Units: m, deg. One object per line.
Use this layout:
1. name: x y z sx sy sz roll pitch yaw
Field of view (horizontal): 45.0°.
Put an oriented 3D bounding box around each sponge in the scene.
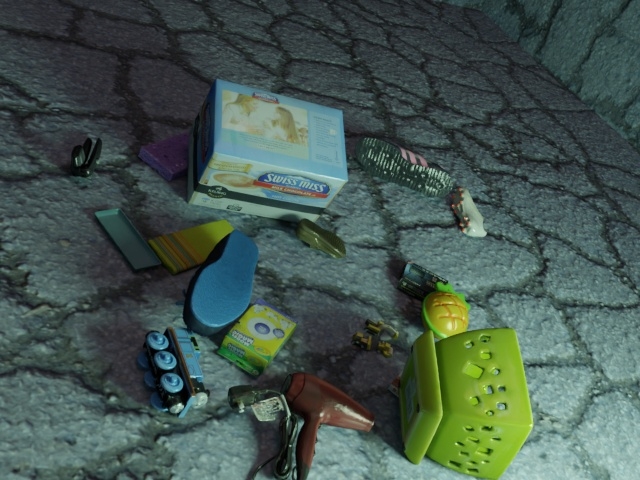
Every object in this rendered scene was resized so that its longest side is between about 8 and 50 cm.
1. sponge: -0.362 -0.225 2.019 0.117 0.031 0.210 37 35 15

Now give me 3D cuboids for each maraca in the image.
1. maraca: 0.304 0.170 1.859 0.127 0.099 0.186 40 39 -4

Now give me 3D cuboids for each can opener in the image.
1. can opener: -0.552 -0.203 1.845 0.059 0.073 0.186 12 27 -6

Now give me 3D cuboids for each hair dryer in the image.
1. hair dryer: -0.026 0.355 1.451 0.293 0.080 0.224 -8 62 -32

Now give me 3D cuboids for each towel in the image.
1. towel: -0.277 0.012 1.771 0.102 0.021 0.237 47 38 19

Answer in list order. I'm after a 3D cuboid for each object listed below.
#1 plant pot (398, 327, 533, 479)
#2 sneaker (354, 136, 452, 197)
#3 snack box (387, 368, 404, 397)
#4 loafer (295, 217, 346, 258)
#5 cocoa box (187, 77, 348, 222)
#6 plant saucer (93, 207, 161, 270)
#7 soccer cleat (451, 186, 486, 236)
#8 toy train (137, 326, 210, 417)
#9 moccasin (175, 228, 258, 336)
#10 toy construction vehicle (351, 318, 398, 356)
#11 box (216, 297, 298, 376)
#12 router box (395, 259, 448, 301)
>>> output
1. plant pot: 0.270 0.315 1.518 0.207 0.227 0.228 5 46 -6
2. sneaker: 0.252 -0.228 2.378 0.319 0.112 0.131 27 17 -3
3. snack box: 0.231 0.350 1.644 0.178 0.022 0.064 37 37 15
4. loafer: 0.000 0.000 1.941 0.148 0.050 0.056 37 36 -12
5. cocoa box: -0.134 -0.213 1.922 0.347 0.228 0.231 10 58 -22
6. plant saucer: -0.425 -0.002 1.692 0.067 0.018 0.192 -13 51 -43
7. soccer cleat: 0.448 -0.083 2.330 0.076 0.068 0.196 17 42 -22
8. toy train: -0.267 0.239 1.423 0.105 0.080 0.184 6 38 -36
9. moccasin: -0.210 0.106 1.607 0.138 0.117 0.342 44 26 -8
10. toy construction vehicle: 0.126 0.216 1.743 0.098 0.035 0.086 26 34 -1
11. box: -0.130 0.200 1.594 0.105 0.043 0.179 30 36 7
12. router box: 0.260 0.112 1.965 0.122 0.038 0.092 27 35 1
